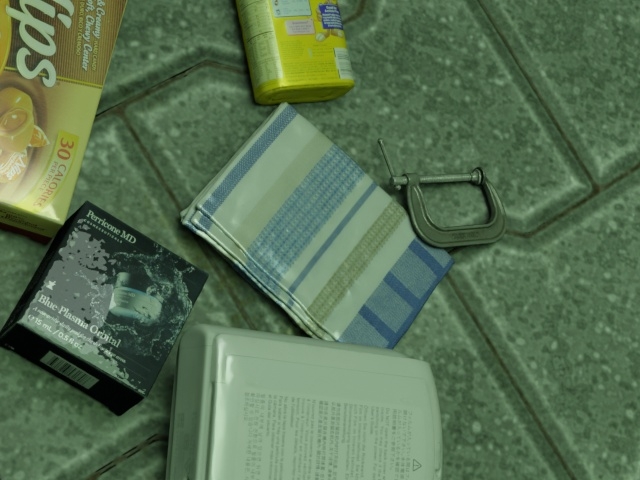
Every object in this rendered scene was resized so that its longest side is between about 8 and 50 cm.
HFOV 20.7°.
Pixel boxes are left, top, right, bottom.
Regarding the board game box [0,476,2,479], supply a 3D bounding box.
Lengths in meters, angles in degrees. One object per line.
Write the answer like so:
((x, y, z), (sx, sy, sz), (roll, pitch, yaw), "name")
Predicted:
((-0.412, 0.120, 1.678), (0.208, 0.056, 0.347), (0, 68, -68), "board game box")

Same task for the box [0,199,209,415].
((-0.226, 0.071, 1.823), (0.156, 0.093, 0.158), (32, 63, -12), "box")

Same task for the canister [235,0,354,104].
((-0.034, -0.248, 2.019), (0.126, 0.073, 0.170), (-6, 78, -25), "canister")

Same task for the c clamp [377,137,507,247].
((0.150, -0.056, 2.055), (0.161, 0.022, 0.137), (2, 66, -32), "c clamp")

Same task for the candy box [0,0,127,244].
((-0.327, -0.174, 1.857), (0.183, 0.087, 0.316), (19, 67, -17), "candy box")

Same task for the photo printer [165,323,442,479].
((-0.008, 0.229, 1.835), (0.307, 0.107, 0.256), (9, 79, -30), "photo printer")

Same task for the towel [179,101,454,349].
((0.000, 0.000, 1.979), (0.285, 0.034, 0.209), (42, 60, -9), "towel")
